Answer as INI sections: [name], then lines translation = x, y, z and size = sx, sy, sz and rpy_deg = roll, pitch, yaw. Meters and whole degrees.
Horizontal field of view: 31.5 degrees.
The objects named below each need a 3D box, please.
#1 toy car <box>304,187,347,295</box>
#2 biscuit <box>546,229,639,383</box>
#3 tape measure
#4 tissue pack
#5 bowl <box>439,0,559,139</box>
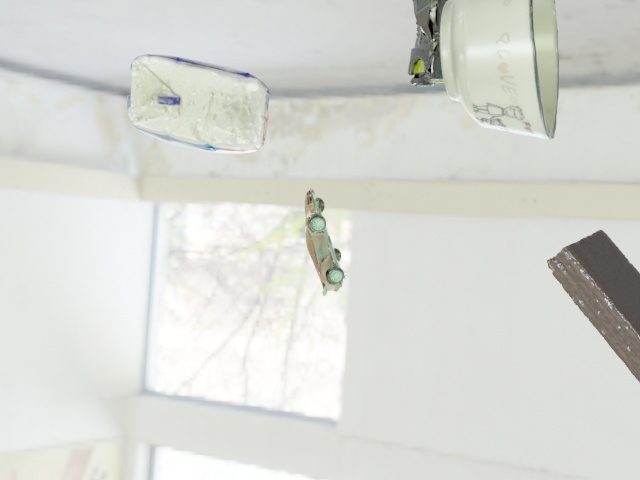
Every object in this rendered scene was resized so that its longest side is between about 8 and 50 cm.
[toy car]
translation = 0.000, 0.000, 1.280
size = 0.035, 0.122, 0.059
rpy_deg = -18, -156, 7
[biscuit]
translation = 0.538, 0.150, 1.896
size = 0.107, 0.388, 0.073
rpy_deg = -22, 155, -36
[tape measure]
translation = 0.257, -0.380, 2.128
size = 0.186, 0.199, 0.112
rpy_deg = -3, -164, -21
[tissue pack]
translation = -0.191, -0.204, 1.736
size = 0.209, 0.137, 0.270
rpy_deg = 12, -174, -9
[bowl]
translation = 0.223, -0.241, 1.406
size = 0.126, 0.238, 0.238
rpy_deg = -1, 178, 20
